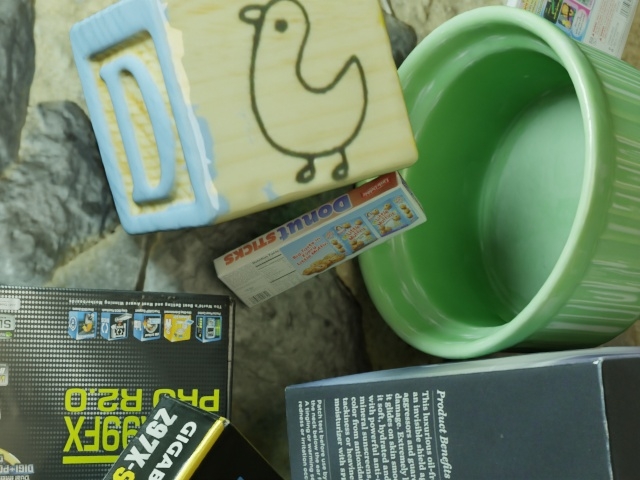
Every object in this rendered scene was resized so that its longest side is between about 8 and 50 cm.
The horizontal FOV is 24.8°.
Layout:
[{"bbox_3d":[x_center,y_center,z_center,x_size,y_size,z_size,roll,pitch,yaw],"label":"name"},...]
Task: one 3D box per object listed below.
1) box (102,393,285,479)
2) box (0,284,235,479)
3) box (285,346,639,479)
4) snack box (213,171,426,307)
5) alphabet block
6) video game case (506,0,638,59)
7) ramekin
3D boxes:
[{"bbox_3d":[-0.095,0.312,1.164,0.257,0.079,0.322,-56,137,-20],"label":"box"},{"bbox_3d":[-0.204,0.146,1.188,0.270,0.060,0.216,4,85,-29],"label":"box"},{"bbox_3d":[0.181,0.181,1.164,0.296,0.294,0.183,2,81,-50],"label":"box"},{"bbox_3d":[0.000,0.000,1.254,0.178,0.022,0.064,-27,142,10],"label":"snack box"},{"bbox_3d":[-0.066,-0.120,1.200,0.197,0.193,0.192,-19,99,-28],"label":"alphabet block"},{"bbox_3d":[0.255,-0.234,1.478,0.143,0.019,0.157,25,77,-25],"label":"video game case"},{"bbox_3d":[0.178,-0.041,1.277,0.148,0.303,0.303,10,83,-35],"label":"ramekin"}]
